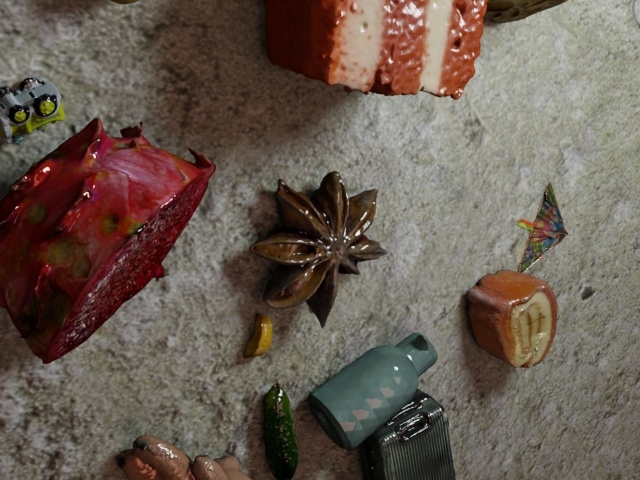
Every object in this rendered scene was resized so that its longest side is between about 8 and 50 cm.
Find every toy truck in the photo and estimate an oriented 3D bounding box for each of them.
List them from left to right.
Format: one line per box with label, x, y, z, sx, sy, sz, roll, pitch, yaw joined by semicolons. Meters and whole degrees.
toy truck;-0.446;-0.190;1.255;0.111;0.076;0.077;-28;140;-21

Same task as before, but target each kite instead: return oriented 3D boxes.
kite;0.528;-0.016;1.977;0.183;0.014;0.241;16;99;-35

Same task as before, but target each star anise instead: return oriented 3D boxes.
star anise;0.009;0.013;1.595;0.315;0.108;0.316;-12;110;-35

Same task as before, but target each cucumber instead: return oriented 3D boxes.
cucumber;-0.083;0.393;1.703;0.069;0.069;0.228;-15;111;-28

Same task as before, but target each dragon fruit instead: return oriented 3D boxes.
dragon fruit;-0.350;-0.022;1.238;0.249;0.371;0.386;39;84;0

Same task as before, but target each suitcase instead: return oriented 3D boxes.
suitcase;0.194;0.503;1.879;0.202;0.128;0.312;-23;118;-24

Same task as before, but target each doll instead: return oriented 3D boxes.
doll;-0.241;0.454;1.598;0.201;0.156;0.303;-35;111;31

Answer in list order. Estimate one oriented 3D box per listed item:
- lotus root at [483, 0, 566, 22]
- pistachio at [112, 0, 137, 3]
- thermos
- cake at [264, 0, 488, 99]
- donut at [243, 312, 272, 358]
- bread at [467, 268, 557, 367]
lotus root;0.365;-0.551;1.513;0.316;0.316;0.250;-9;96;-30
pistachio;-0.282;-0.439;1.252;0.110;0.100;0.190;33;73;-60
thermos;0.123;0.314;1.765;0.286;0.145;0.182;-34;154;-20
cake;0.082;-0.392;1.394;0.319;0.269;0.270;-4;110;-30
donut;-0.119;0.188;1.625;0.037;0.067;0.083;12;69;-29
bread;0.453;0.191;1.938;0.190;0.123;0.244;-29;122;-23
